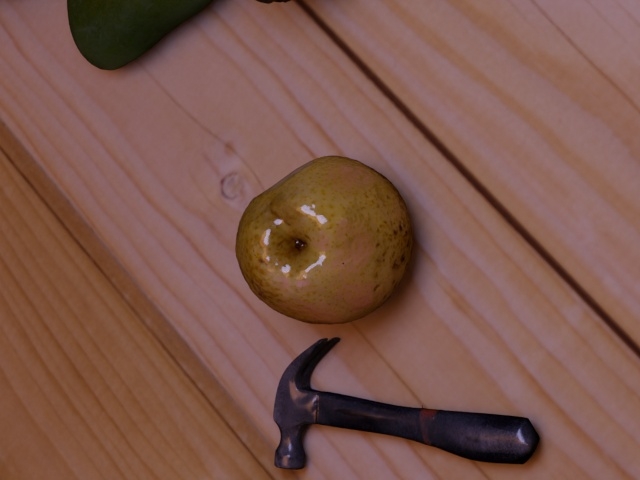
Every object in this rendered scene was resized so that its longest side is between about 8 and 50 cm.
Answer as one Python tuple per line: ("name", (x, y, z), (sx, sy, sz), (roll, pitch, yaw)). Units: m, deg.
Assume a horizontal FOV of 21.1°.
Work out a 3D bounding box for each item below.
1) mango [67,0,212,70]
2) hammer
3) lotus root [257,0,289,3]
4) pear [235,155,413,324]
("mango", (-0.181, -0.288, 1.809), (0.156, 0.114, 0.251), (53, 127, 10))
("hammer", (0.081, 0.171, 1.673), (0.290, 0.037, 0.137), (4, 93, 33))
("lotus root", (-0.053, -0.317, 1.689), (0.074, 0.260, 0.170), (-35, 102, 25))
("pear", (0.000, 0.000, 1.652), (0.178, 0.178, 0.178), (-1, 89, 32))
